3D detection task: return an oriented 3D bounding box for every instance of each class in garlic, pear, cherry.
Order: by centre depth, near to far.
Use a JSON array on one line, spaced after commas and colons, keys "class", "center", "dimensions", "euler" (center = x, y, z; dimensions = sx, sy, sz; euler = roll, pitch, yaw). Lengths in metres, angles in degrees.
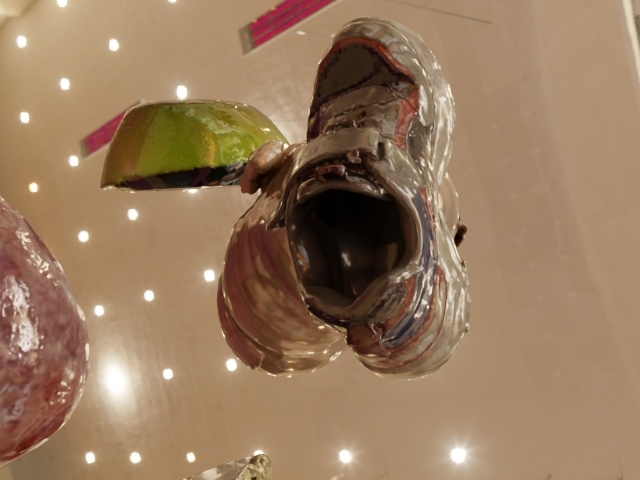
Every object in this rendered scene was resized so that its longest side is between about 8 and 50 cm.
[{"class": "cherry", "center": [-0.327, 0.076, 0.588], "dimensions": [0.230, 0.203, 0.300], "euler": [-3, -87, 23]}, {"class": "garlic", "center": [0.010, 0.014, 0.794], "dimensions": [0.241, 0.322, 0.322], "euler": [42, -58, 26]}, {"class": "pear", "center": [-0.231, -0.184, 1.318], "dimensions": [0.399, 0.399, 0.165], "euler": [1, -84, 42]}]

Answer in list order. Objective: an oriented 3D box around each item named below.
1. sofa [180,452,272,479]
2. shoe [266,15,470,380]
[{"class": "sofa", "center": [-0.146, 0.402, 0.821], "dimensions": [0.200, 0.258, 0.182], "euler": [-23, -92, 9]}, {"class": "shoe", "center": [0.016, -0.033, 0.389], "dimensions": [0.099, 0.126, 0.227], "euler": [-16, -106, 33]}]
